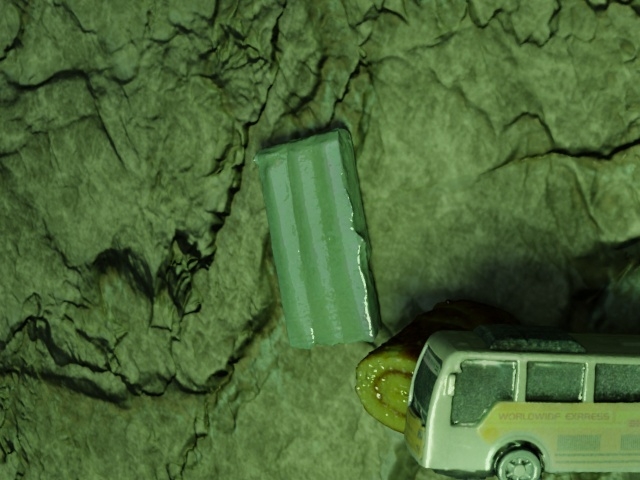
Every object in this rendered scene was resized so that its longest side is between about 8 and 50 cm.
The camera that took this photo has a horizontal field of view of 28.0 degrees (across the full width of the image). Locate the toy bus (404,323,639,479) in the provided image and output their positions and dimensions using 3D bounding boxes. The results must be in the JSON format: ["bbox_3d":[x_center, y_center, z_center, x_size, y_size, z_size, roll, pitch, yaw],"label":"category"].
[{"bbox_3d":[0.252,0.152,1.168,0.342,0.097,0.138,3,101,-8],"label":"toy bus"}]

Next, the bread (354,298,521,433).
[{"bbox_3d":[0.129,0.128,1.298,0.132,0.172,0.103,11,112,28],"label":"bread"}]

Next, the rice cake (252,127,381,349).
[{"bbox_3d":[0.000,0.000,1.428,0.127,0.043,0.237,-9,96,31],"label":"rice cake"}]
